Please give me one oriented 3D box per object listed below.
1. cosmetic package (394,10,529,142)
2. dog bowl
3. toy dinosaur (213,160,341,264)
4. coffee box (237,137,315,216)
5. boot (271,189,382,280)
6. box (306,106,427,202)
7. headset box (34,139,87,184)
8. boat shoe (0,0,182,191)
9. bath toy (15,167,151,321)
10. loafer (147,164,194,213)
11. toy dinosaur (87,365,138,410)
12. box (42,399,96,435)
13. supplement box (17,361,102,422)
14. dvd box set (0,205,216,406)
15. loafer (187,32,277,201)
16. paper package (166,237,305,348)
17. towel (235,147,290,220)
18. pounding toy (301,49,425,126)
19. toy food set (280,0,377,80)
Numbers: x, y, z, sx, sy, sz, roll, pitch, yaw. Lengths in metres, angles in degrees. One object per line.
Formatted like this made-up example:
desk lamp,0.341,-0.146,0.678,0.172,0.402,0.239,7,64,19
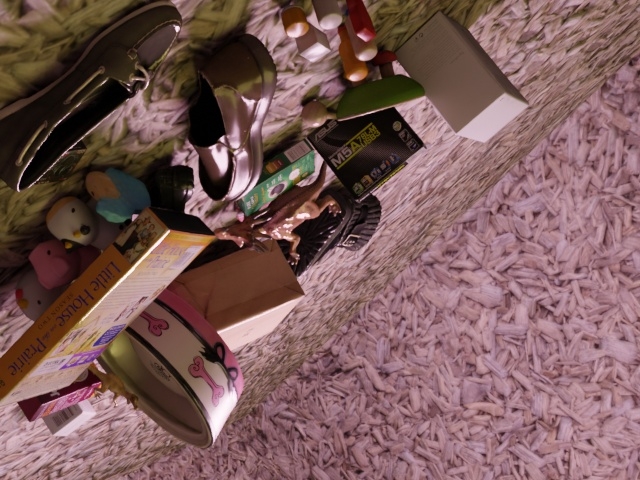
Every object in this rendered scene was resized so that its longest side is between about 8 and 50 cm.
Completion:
cosmetic package,0.301,-0.338,1.980,0.138,0.225,0.224,-42,164,20
dog bowl,-0.340,0.263,2.069,0.150,0.408,0.408,-44,170,-28
toy dinosaur,-0.077,-0.063,2.057,0.296,0.127,0.200,-46,156,12
coffee box,-0.095,-0.133,1.970,0.184,0.040,0.113,-34,163,-11
boot,0.003,0.003,2.523,0.348,0.131,0.260,-42,165,17
box,0.098,-0.208,1.993,0.190,0.184,0.045,-38,168,9
headset box,-0.396,-0.125,1.410,0.083,0.032,0.062,-45,163,34
boat shoe,-0.310,-0.191,1.276,0.335,0.095,0.112,-37,165,-1
bath toy,-0.431,0.028,1.617,0.151,0.129,0.348,21,128,-32
loafer,-0.290,-0.076,1.748,0.078,0.076,0.223,2,156,-17
toy dinosaur,-0.488,0.330,2.160,0.053,0.183,0.092,-53,178,-44
box,-0.651,0.431,2.388,0.101,0.102,0.087,-38,163,0
supplement box,-0.611,0.332,2.172,0.188,0.104,0.081,-18,156,-51
dvd box set,-0.385,0.114,1.666,0.420,0.062,0.307,-45,173,5
loafer,-0.174,-0.191,1.567,0.130,0.134,0.366,-24,151,-27
paper package,-0.234,0.165,2.301,0.309,0.168,0.325,-23,168,-26
towel,-0.128,-0.123,2.051,0.144,0.029,0.197,-33,162,-16
pounding toy,0.084,-0.309,1.868,0.237,0.110,0.183,-12,-171,26
toy food set,0.021,-0.367,1.569,0.111,0.104,0.232,-29,152,28
